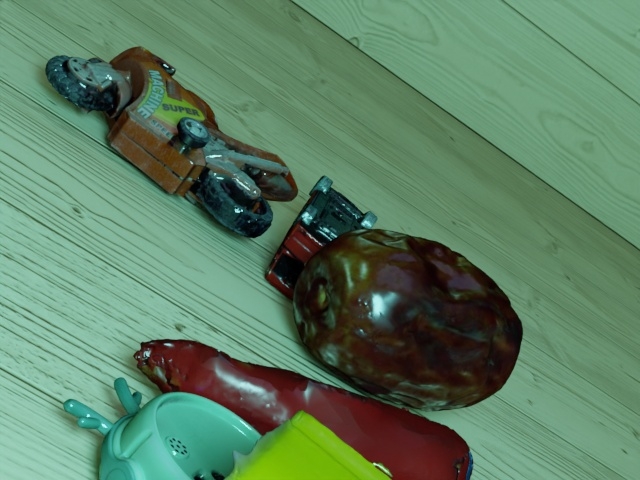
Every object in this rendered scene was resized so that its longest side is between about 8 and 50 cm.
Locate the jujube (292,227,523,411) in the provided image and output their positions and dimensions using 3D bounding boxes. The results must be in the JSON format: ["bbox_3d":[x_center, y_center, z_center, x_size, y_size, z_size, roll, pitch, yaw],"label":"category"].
[{"bbox_3d":[0.091,0.086,1.362,0.243,0.183,0.183,14,30,-34],"label":"jujube"}]

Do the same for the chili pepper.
[{"bbox_3d":[0.017,0.172,1.119,0.388,0.110,0.110,27,22,-24],"label":"chili pepper"}]

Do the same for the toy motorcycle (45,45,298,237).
[{"bbox_3d":[-0.160,-0.118,1.471,0.298,0.089,0.171,38,20,-2],"label":"toy motorcycle"}]

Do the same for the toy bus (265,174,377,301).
[{"bbox_3d":[0.000,0.000,1.500,0.081,0.089,0.195,38,19,-5],"label":"toy bus"}]

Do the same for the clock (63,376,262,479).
[{"bbox_3d":[-0.089,0.173,0.960,0.211,0.066,0.159,41,17,9],"label":"clock"}]

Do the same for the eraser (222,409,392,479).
[{"bbox_3d":[0.030,0.214,0.860,0.226,0.069,0.158,38,23,8],"label":"eraser"}]
